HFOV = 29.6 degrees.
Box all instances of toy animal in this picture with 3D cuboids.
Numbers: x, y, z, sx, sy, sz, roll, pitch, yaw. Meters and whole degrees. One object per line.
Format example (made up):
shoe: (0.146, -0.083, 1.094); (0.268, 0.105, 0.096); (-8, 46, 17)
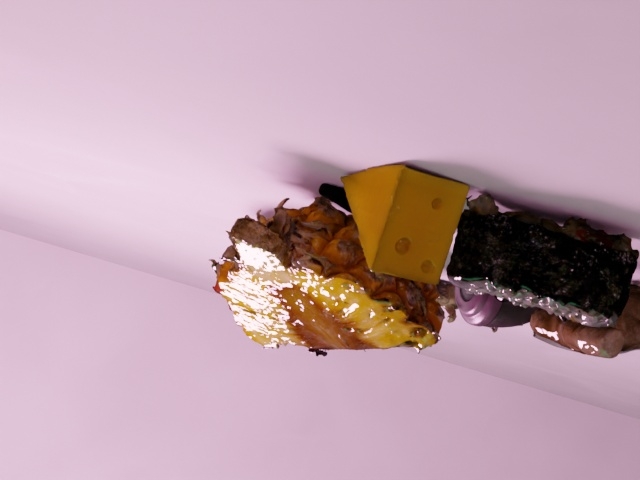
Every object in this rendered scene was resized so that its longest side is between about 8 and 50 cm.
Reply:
toy animal: (0.267, 0.118, 2.191); (0.219, 0.069, 0.086); (22, -168, -7)

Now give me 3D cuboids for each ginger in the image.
ginger: (0.377, 0.109, 1.587); (0.166, 0.080, 0.333); (3, -170, 37)

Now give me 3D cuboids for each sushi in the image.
sushi: (0.260, 0.027, 1.429); (0.212, 0.115, 0.147); (14, 169, 13)

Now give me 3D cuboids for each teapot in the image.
teapot: (0.267, 0.074, 1.737); (0.146, 0.116, 0.148); (11, 171, -21)

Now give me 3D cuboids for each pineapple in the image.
pineapple: (-0.002, -0.002, 1.657); (0.344, 0.209, 0.286); (-3, 140, 37)

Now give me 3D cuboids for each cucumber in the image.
cucumber: (0.061, -0.044, 1.601); (0.134, 0.034, 0.033); (14, 176, 10)

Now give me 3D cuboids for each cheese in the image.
cheese: (0.089, -0.039, 1.456); (0.093, 0.126, 0.171); (13, -168, -23)

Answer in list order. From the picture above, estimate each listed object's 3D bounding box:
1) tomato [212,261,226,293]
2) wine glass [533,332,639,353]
tomato: (-0.009, 0.056, 2.012); (0.338, 0.144, 0.338); (15, 176, 1)
wine glass: (0.468, 0.233, 1.882); (0.309, 0.264, 0.096); (15, 174, 4)
